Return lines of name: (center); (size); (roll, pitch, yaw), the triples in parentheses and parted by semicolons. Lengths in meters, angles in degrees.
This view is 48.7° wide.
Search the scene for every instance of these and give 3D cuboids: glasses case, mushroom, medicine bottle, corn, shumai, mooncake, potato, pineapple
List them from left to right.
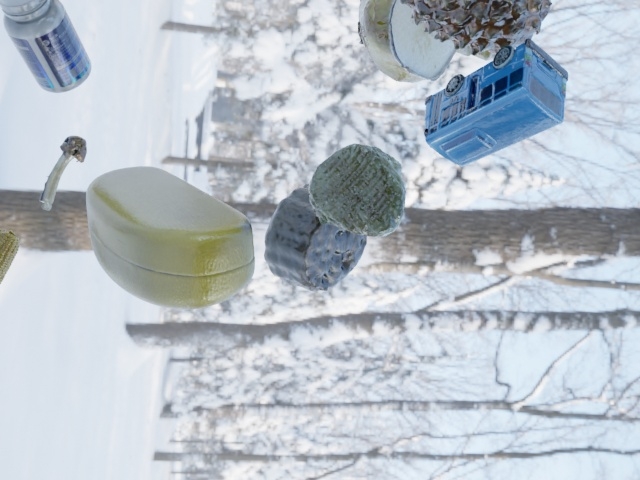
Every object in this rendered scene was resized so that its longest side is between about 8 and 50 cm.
corn: (-0.678, 0.072, 1.434); (0.068, 0.068, 0.208); (161, -47, -79)
medicine bottle: (-0.487, -0.362, 1.248); (0.192, 0.106, 0.107); (80, 7, -57)
mushroom: (-0.595, -0.156, 1.636); (0.187, 0.060, 0.061); (-65, 150, -6)
glasses case: (-0.252, -0.003, 1.099); (0.371, 0.173, 0.141); (27, -56, 48)
mooncake: (0.000, 0.000, 1.480); (0.124, 0.228, 0.228); (22, -68, 39)
shumai: (0.069, -0.090, 1.312); (0.142, 0.183, 0.184); (67, 27, -83)
potato: (0.164, -0.466, 1.506); (0.300, 0.196, 0.247); (-45, 128, -36)
pineapple: (0.142, -0.359, 0.918); (0.175, 0.361, 0.175); (-33, -131, 50)

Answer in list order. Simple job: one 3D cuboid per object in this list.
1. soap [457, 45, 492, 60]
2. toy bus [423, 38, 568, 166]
soap: (0.388, -0.578, 1.849); (0.274, 0.089, 0.174); (-109, -151, -68)
toy bus: (0.225, -0.174, 0.940); (0.184, 0.090, 0.106); (-24, -132, 49)
